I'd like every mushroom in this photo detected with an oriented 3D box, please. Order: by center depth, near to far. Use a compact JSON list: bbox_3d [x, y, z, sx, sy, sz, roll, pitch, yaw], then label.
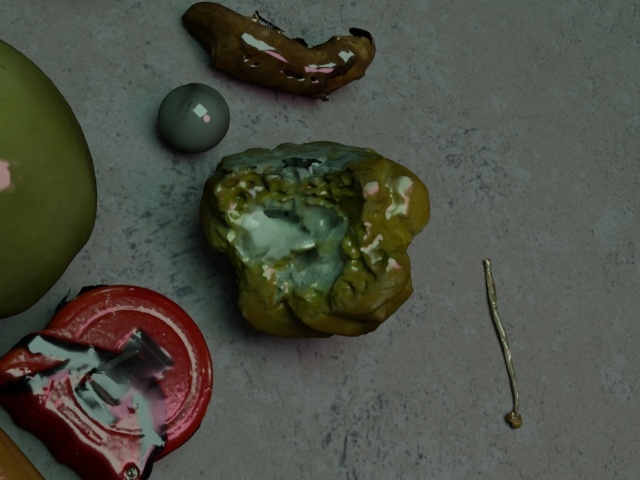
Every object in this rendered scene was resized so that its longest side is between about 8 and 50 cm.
[{"bbox_3d":[0.298,0.165,1.607,0.026,0.028,0.286,-10,69,13],"label":"mushroom"}]

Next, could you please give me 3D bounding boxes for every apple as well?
[{"bbox_3d":[-0.425,-0.071,1.110,0.357,0.357,0.357,11,65,-24],"label":"apple"}]

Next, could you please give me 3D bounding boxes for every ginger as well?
[{"bbox_3d":[-0.061,-0.296,1.551,0.309,0.107,0.133,6,81,-22],"label":"ginger"}]

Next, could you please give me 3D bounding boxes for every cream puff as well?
[{"bbox_3d":[-0.005,-0.003,1.389,0.274,0.323,0.270,-42,135,-61],"label":"cream puff"}]

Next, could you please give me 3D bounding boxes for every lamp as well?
[{"bbox_3d":[-0.185,-0.178,1.436,0.105,0.105,0.105,11,65,-24],"label":"lamp"}]

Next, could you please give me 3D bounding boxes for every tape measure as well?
[{"bbox_3d":[-0.265,0.174,1.241,0.253,0.114,0.260,45,56,-6],"label":"tape measure"}]

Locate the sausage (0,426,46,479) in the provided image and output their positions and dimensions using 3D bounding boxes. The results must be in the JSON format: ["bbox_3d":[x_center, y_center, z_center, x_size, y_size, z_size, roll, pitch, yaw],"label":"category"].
[{"bbox_3d":[-0.416,0.244,1.119,0.116,0.134,0.354,-38,91,-38],"label":"sausage"}]
